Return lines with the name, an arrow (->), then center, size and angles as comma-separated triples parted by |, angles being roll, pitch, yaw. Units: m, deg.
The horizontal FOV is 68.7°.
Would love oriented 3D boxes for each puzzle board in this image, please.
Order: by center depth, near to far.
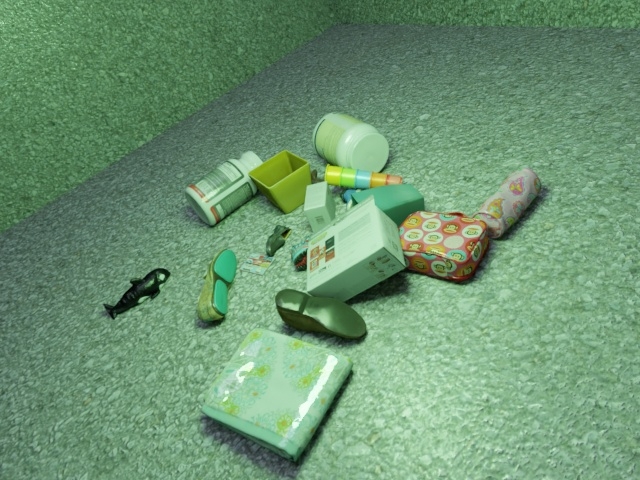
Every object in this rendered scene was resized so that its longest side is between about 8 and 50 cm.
puzzle board -> -0.254, 0.092, 1.872 | 0.128, 0.011, 0.096 | 9, 48, 34

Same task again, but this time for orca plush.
orca plush -> -0.766, 0.191, 1.932 | 0.287, 0.102, 0.151 | -29, 39, -7

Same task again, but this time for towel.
towel -> -0.136, 0.424, 1.366 | 0.375, 0.090, 0.320 | 10, 50, 34

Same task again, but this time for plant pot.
plant pot -> 0.260, -0.107, 1.744 | 0.235, 0.165, 0.165 | -19, 38, -8
plant pot -> -0.159, -0.247, 2.080 | 0.212, 0.187, 0.212 | -36, 41, -16

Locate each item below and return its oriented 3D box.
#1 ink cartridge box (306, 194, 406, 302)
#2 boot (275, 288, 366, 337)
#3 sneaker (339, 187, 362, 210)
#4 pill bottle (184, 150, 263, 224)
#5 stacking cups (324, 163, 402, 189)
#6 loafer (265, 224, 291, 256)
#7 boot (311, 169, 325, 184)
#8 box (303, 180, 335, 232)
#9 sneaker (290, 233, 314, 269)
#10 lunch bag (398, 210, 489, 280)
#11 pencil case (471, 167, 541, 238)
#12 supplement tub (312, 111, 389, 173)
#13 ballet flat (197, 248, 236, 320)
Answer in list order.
ink cartridge box -> 0.108, 0.035, 1.576 | 0.310, 0.130, 0.271 | -33, 36, 26
boot -> 0.001, 0.251, 1.504 | 0.306, 0.115, 0.112 | 18, 46, 16
sneaker -> 0.115, -0.170, 1.958 | 0.085, 0.058, 0.152 | 6, 42, 23
pill bottle -> -0.432, -0.252, 2.202 | 0.363, 0.210, 0.210 | -39, 41, -20
stacking cups -> 0.181, -0.260, 1.952 | 0.317, 0.095, 0.096 | 6, 44, 8
loafer -> -0.172, -0.002, 1.905 | 0.062, 0.062, 0.170 | 3, 46, 22
boot -> 0.001, -0.286, 2.167 | 0.114, 0.037, 0.106 | 5, 59, 35
box -> -0.001, -0.138, 1.921 | 0.091, 0.130, 0.170 | -12, 39, 14
sneaker -> 0.000, 0.000, 1.784 | 0.262, 0.104, 0.125 | -27, 37, -5
lunch bag -> 0.405, -0.004, 1.576 | 0.293, 0.120, 0.258 | 14, 50, 38
pencil case -> 0.645, -0.131, 1.616 | 0.124, 0.124, 0.284 | 22, 56, 42
supplement tub -> 0.133, -0.432, 2.114 | 0.236, 0.235, 0.325 | -33, 40, -13
ballet flat -> -0.403, 0.167, 1.785 | 0.123, 0.123, 0.348 | -14, 39, 10
